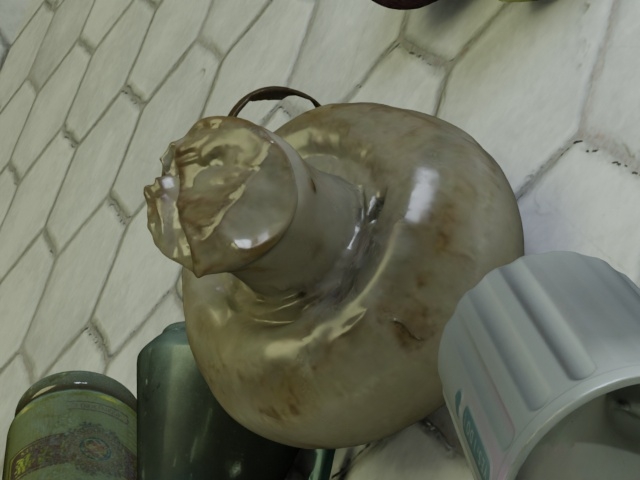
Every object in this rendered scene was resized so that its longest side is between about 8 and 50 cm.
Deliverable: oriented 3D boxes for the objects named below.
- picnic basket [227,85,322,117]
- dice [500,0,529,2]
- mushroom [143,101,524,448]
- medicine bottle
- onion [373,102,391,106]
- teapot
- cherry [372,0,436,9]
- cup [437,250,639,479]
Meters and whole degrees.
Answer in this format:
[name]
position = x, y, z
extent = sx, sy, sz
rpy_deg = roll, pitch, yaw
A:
[picnic basket]
position = -0.052, -0.068, 1.697
extent = 0.138, 0.128, 0.178
rpy_deg = 16, 96, 64
[dice]
position = 0.175, -0.328, 1.471
extent = 0.169, 0.169, 0.166
rpy_deg = -37, 34, 44
[mushroom]
position = 0.000, 0.000, 1.297
extent = 0.297, 0.290, 0.297
rpy_deg = -22, 46, 25
[medicine bottle]
position = -0.250, 0.285, 1.686
extent = 0.151, 0.151, 0.322
rpy_deg = -50, 26, 26
[onion]
position = 0.048, -0.071, 1.537
extent = 0.117, 0.118, 0.118
rpy_deg = 34, 96, 34
[teapot]
position = -0.083, 0.199, 1.457
extent = 0.203, 0.171, 0.225
rpy_deg = 0, 68, 31
[cherry]
position = 0.100, -0.317, 1.659
extent = 0.176, 0.140, 0.176
rpy_deg = -20, 49, 25
[cup]
position = 0.149, 0.131, 1.027
extent = 0.221, 0.167, 0.202
rpy_deg = -53, 22, 14
